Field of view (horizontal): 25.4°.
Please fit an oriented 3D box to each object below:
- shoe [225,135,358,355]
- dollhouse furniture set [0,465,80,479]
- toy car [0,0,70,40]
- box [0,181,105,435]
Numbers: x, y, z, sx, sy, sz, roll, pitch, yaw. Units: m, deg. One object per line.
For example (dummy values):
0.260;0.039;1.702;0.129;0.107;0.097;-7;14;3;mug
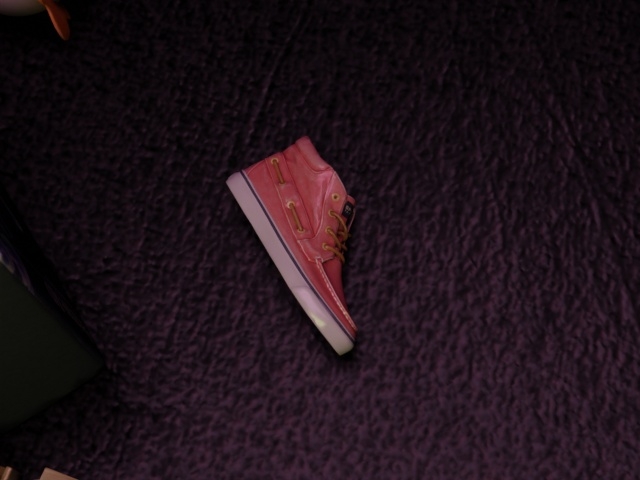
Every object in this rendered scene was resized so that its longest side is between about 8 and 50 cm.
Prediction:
0.000;0.000;1.131;0.081;0.063;0.178;-32;67;-1;shoe
-0.229;0.211;1.015;0.161;0.182;0.101;19;74;10;dollhouse furniture set
-0.280;-0.272;1.188;0.219;0.210;0.238;-38;85;3;toy car
-0.370;-0.044;1.056;0.212;0.293;0.395;-31;72;-6;box
